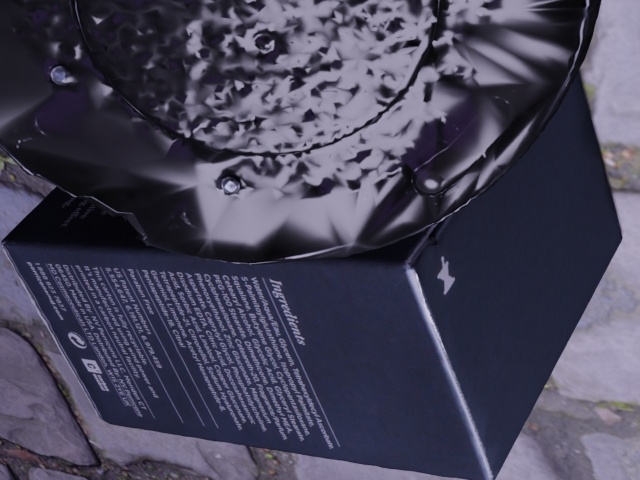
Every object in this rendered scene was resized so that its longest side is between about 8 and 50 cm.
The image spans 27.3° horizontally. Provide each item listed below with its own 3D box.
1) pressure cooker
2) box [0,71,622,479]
[{"bbox_3d":[-0.031,-0.240,0.808,0.375,0.420,0.370,22,122,-14],"label":"pressure cooker"},{"bbox_3d":[0.000,0.000,1.085,0.395,0.293,0.212,2,129,36],"label":"box"}]
